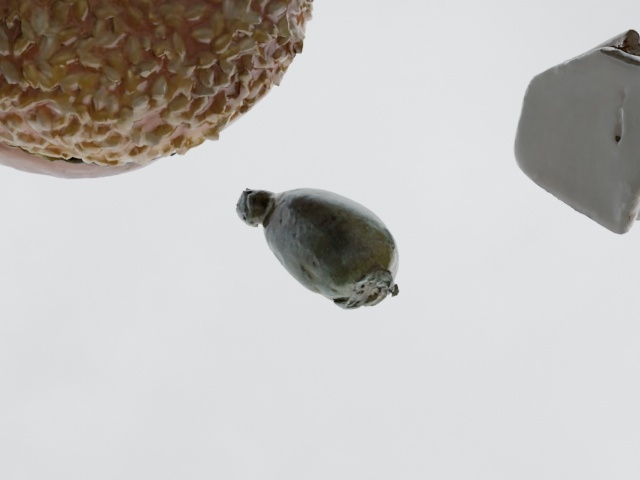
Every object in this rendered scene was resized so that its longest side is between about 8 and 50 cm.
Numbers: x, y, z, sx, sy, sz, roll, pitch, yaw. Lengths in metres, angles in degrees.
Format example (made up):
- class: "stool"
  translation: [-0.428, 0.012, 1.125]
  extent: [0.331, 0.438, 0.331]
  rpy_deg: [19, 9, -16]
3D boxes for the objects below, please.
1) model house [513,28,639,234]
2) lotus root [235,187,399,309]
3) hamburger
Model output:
- class: "model house"
  translation: [0.334, -0.116, 1.203]
  extent: [0.229, 0.199, 0.219]
  rpy_deg: [-12, -138, -29]
- class: "lotus root"
  translation: [0.002, -0.001, 1.032]
  extent: [0.088, 0.088, 0.165]
  rpy_deg: [-39, -131, -24]
- class: "hamburger"
  translation: [-0.166, -0.208, 0.927]
  extent: [0.330, 0.250, 0.330]
  rpy_deg: [3, -98, -22]
